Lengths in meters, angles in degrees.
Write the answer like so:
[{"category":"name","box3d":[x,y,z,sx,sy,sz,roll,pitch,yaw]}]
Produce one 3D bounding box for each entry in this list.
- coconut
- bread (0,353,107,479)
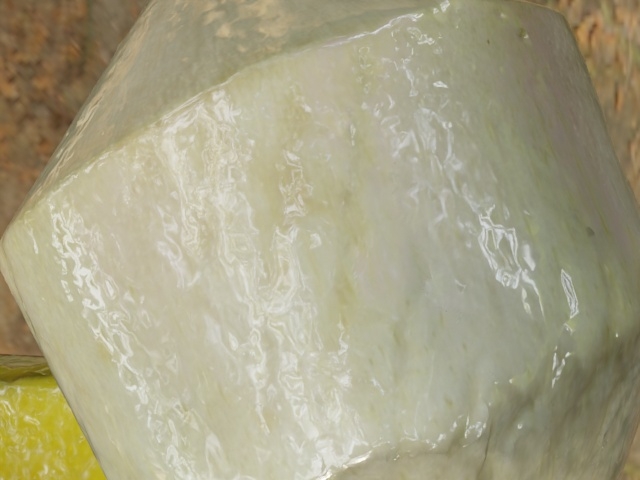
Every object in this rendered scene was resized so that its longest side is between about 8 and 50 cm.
[{"category":"coconut","box3d":[0.000,0.000,0.878,0.329,0.329,0.328,-2,75,9]},{"category":"bread","box3d":[-0.183,0.230,1.213,0.324,0.143,0.333,0,87,34]}]
